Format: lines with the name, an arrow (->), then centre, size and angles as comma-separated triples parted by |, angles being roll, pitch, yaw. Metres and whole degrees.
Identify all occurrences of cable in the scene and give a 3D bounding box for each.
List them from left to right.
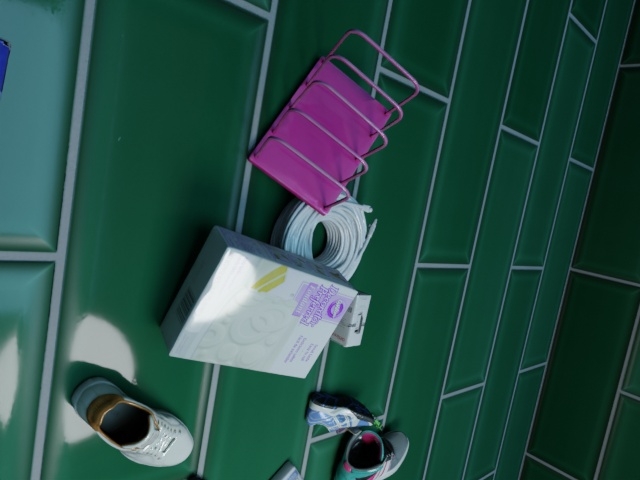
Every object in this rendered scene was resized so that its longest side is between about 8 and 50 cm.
cable -> 0.000, 0.000, 1.104 | 0.257, 0.089, 0.257 | 27, 83, -43

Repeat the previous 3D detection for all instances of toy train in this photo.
toy train -> 0.175, 0.568, 1.473 | 0.017, 0.023, 0.083 | -49, 130, -21

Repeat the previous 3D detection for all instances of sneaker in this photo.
sneaker -> -0.328, 0.367, 0.878 | 0.106, 0.123, 0.290 | -54, 133, -20
sneaker -> 0.052, 0.475, 1.288 | 0.211, 0.080, 0.081 | 22, 100, -22
sneaker -> 0.166, 0.621, 1.400 | 0.295, 0.123, 0.179 | -21, 136, -36

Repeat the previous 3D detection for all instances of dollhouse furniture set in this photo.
dollhouse furniture set -> 0.114, 0.514, 1.360 | 0.114, 0.081, 0.091 | -13, 111, -40

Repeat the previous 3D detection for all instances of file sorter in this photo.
file sorter -> 0.032, -0.235, 0.949 | 0.202, 0.182, 0.291 | 36, 75, -13

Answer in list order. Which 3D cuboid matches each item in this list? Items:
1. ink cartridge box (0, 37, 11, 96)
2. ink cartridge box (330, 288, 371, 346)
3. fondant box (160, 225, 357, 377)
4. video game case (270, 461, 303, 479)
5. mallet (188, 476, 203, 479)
ink cartridge box -> -0.460, -0.080, 0.498 | 0.151, 0.269, 0.396 | 10, 86, -45
ink cartridge box -> 0.064, 0.190, 1.209 | 0.056, 0.099, 0.136 | 7, 98, -45
fondant box -> -0.116, 0.138, 0.960 | 0.330, 0.096, 0.238 | 22, 104, -38
video game case -> -0.141, 0.793, 1.233 | 0.329, 0.036, 0.300 | -40, 126, -28
mallet -> -0.319, 0.594, 1.014 | 0.189, 0.039, 0.062 | -41, 128, -23
